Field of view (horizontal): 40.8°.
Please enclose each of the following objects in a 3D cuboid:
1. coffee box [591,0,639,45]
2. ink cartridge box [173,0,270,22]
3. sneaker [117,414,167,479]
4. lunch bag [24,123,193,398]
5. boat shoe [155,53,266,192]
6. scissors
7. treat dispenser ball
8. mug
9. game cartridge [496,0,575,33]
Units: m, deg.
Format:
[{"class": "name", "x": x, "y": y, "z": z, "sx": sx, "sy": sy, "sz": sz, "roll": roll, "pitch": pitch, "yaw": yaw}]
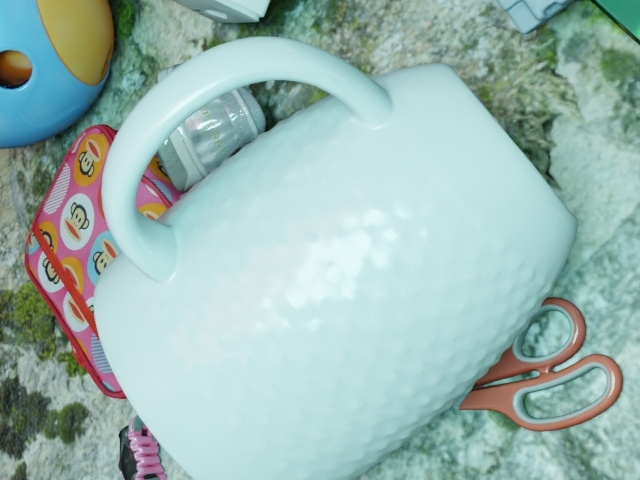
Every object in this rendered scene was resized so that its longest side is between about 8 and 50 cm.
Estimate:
[{"class": "coffee box", "x": 0.297, "y": -0.211, "z": 0.710, "sx": 0.113, "sy": 0.040, "sz": 0.184, "roll": -45, "pitch": 59, "yaw": 22}, {"class": "ink cartridge box", "x": -0.089, "y": -0.386, "z": 0.929, "sx": 0.273, "sy": 0.115, "sz": 0.198, "roll": -68, "pitch": 24, "yaw": 5}, {"class": "sneaker", "x": -0.209, "y": 0.263, "z": 0.982, "sx": 0.057, "sy": 0.047, "sz": 0.119, "roll": -28, "pitch": 58, "yaw": 35}, {"class": "lunch bag", "x": -0.222, "y": 0.036, "z": 0.993, "sx": 0.293, "sy": 0.120, "sz": 0.258, "roll": 46, "pitch": 112, "yaw": 34}, {"class": "boat shoe", "x": -0.103, "y": -0.130, "z": 0.864, "sx": 0.103, "sy": 0.320, "sz": 0.118, "roll": -22, "pitch": 104, "yaw": 3}, {"class": "scissors", "x": 0.122, "y": 0.147, "z": 0.778, "sx": 0.297, "sy": 0.021, "sz": 0.109, "roll": -29, "pitch": 67, "yaw": 27}, {"class": "treat dispenser ball", "x": -0.402, "y": -0.258, "z": 1.064, "sx": 0.288, "sy": 0.288, "sz": 0.288, "roll": -8, "pitch": 77, "yaw": 34}, {"class": "mug", "x": 0.000, "y": 0.000, "z": 0.681, "sx": 0.328, "sy": 0.374, "sz": 0.276, "roll": -39, "pitch": 40, "yaw": 13}, {"class": "game cartridge", "x": 0.227, "y": -0.329, "z": 0.673, "sx": 0.294, "sy": 0.060, "sz": 0.196, "roll": -34, "pitch": 90, "yaw": 33}]
